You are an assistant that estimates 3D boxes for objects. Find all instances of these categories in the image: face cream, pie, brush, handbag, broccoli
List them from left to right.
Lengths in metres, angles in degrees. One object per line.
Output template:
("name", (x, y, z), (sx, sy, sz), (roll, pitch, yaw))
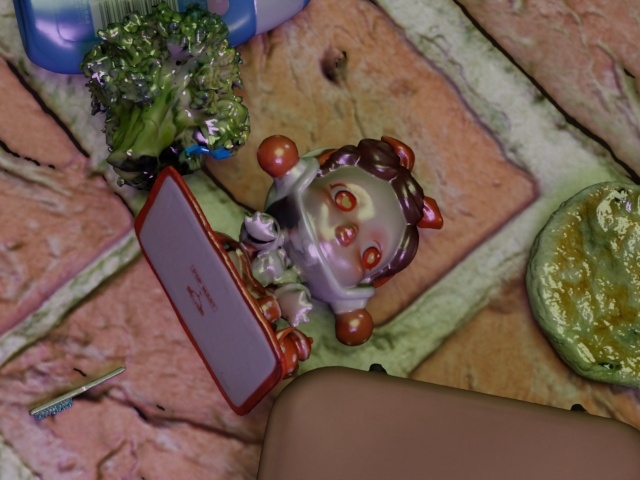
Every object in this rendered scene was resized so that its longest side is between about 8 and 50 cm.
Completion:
("brush", (-0.191, 0.122, 1.305), (0.083, 0.016, 0.013), (-27, 91, -16))
("broccoli", (-0.127, -0.101, 1.299), (0.154, 0.167, 0.160), (43, 39, -28))
("face cream", (-0.126, -0.224, 1.391), (0.264, 0.083, 0.149), (-11, 85, -13))
("handbag", (0.087, 0.247, 1.195), (0.302, 0.149, 0.283), (10, 58, 12))
("pie", (0.264, 0.041, 1.398), (0.187, 0.041, 0.187), (3, 72, -10))

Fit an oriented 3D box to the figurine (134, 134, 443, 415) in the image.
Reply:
("figurine", (0.000, 0.000, 1.318), (0.226, 0.160, 0.183), (-26, 80, -25))
